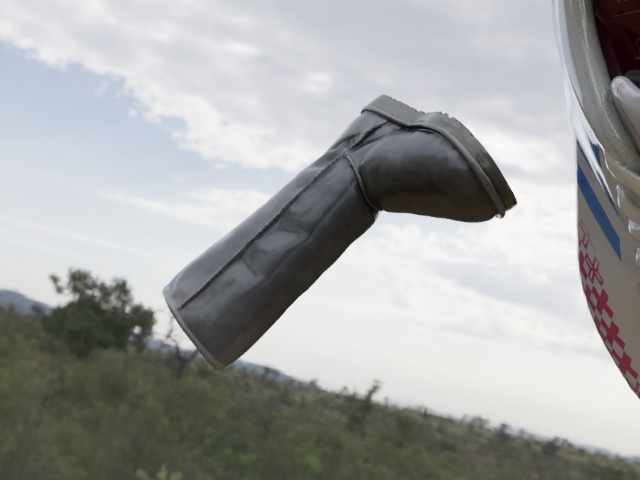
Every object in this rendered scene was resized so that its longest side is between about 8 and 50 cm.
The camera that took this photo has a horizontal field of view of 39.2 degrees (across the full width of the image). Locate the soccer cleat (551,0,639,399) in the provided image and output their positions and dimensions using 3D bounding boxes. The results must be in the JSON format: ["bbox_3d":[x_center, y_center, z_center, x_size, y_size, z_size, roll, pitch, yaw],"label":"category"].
[{"bbox_3d":[0.170,-0.022,0.427,0.116,0.331,0.143,-11,17,21],"label":"soccer cleat"}]

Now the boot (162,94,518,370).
[{"bbox_3d":[0.002,0.002,0.575,0.076,0.208,0.189,56,-8,-24],"label":"boot"}]
